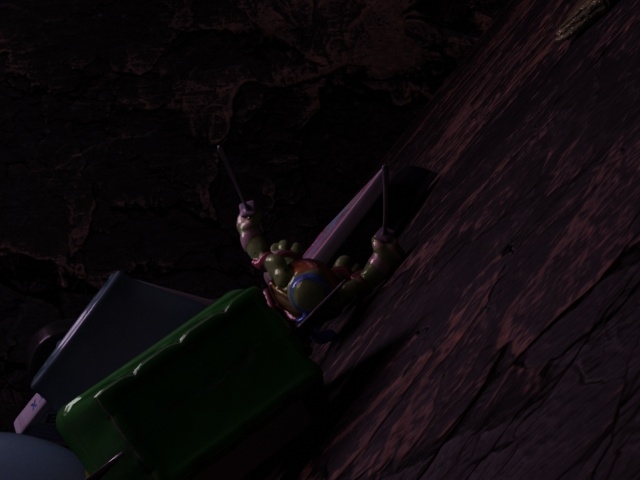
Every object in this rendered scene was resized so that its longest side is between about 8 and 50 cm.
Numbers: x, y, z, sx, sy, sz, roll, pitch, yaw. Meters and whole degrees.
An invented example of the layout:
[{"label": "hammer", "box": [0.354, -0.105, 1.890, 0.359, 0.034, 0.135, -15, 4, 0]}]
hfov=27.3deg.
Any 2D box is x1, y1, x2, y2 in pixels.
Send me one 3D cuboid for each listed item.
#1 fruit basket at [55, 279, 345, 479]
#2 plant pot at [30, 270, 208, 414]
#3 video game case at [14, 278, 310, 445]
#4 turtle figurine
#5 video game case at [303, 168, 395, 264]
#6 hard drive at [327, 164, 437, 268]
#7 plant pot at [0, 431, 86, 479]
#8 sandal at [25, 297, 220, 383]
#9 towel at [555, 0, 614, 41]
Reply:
[{"label": "fruit basket", "box": [-0.125, 0.195, 1.317, 0.327, 0.165, 0.353, -35, -15, -24]}, {"label": "plant pot", "box": [-0.205, 0.180, 1.637, 0.272, 0.255, 0.271, -50, 8, 10]}, {"label": "video game case", "box": [-0.221, 0.200, 1.878, 0.300, 0.329, 0.036, -49, 46, 23]}, {"label": "turtle figurine", "box": [0.000, 0.000, 1.695, 0.198, 0.275, 0.266, -16, -4, -3]}, {"label": "video game case", "box": [0.004, 0.012, 2.013, 0.204, 0.025, 0.285, -52, 2, -26]}, {"label": "hard drive", "box": [0.074, -0.012, 2.047, 0.172, 0.054, 0.255, -53, 3, -35]}, {"label": "plant pot", "box": [-0.335, 0.382, 1.620, 0.195, 0.290, 0.290, -5, 30, 32]}, {"label": "sandal", "box": [-0.248, 0.198, 2.137, 0.107, 0.445, 0.167, -130, 41, -50]}, {"label": "towel", "box": [0.364, -0.317, 1.707, 0.110, 0.027, 0.148, -50, 1, -19]}]
